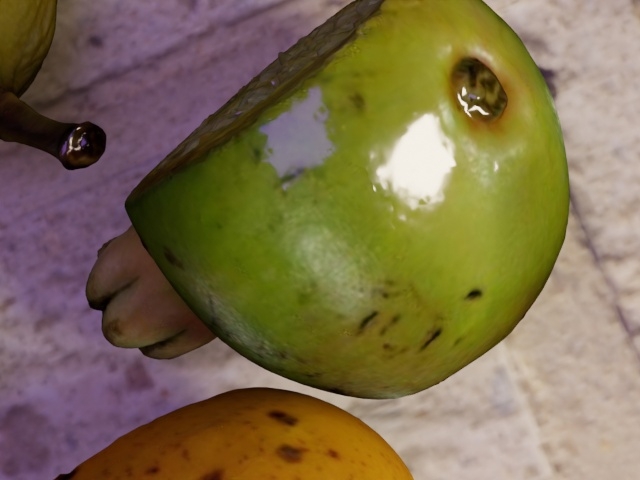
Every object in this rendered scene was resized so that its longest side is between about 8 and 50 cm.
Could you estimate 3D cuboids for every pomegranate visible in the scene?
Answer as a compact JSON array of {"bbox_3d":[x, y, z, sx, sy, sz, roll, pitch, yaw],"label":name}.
[{"bbox_3d":[0.004,0.001,0.613,0.241,0.190,0.159,-35,101,4],"label":"pomegranate"}]

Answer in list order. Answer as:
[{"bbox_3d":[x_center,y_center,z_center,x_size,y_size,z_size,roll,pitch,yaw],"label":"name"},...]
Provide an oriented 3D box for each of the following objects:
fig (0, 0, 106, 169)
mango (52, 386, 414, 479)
[{"bbox_3d":[-0.186,-0.117,0.678,0.170,0.145,0.274,-44,61,4],"label":"fig"},{"bbox_3d":[-0.079,0.188,0.592,0.290,0.160,0.191,-25,63,-5],"label":"mango"}]
